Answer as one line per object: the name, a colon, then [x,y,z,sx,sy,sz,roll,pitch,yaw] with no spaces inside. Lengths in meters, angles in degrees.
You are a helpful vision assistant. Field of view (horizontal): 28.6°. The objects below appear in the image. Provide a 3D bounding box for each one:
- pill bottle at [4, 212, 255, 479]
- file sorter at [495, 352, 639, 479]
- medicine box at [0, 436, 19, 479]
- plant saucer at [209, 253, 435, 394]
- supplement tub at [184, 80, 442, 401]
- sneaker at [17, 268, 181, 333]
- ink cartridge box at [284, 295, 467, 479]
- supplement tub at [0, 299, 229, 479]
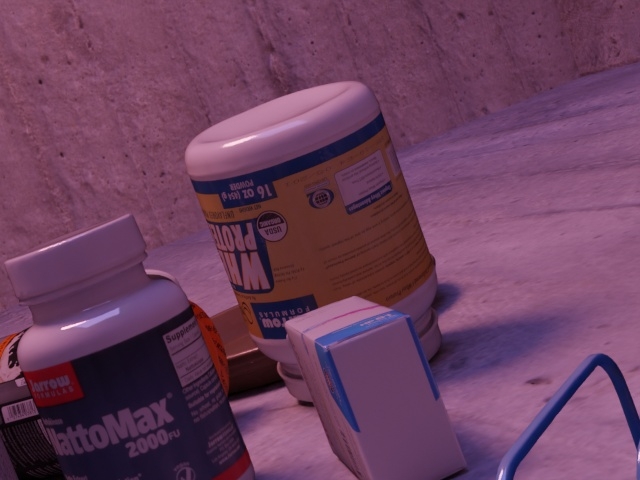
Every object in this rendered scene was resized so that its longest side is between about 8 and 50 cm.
pill bottle: [-0.119,0.081,0.750,0.108,0.180,0.108,-21,6,2]
file sorter: [0.147,0.075,0.324,0.170,0.104,0.118,-17,7,32]
medicine box: [-0.257,0.174,0.555,0.264,0.149,0.289,-22,6,-15]
plant saucer: [-0.024,0.076,1.122,0.278,0.041,0.278,-20,6,2]
supplement tub: [0.000,0.000,0.904,0.144,0.199,0.144,-19,14,5]
sneaker: [-0.244,0.120,1.203,0.296,0.104,0.147,-29,11,-21]
ink cartridge box: [0.027,0.083,0.693,0.052,0.088,0.122,-22,7,-11]
supplement tub: [-0.172,0.112,0.949,0.190,0.117,0.117,-18,7,22]
